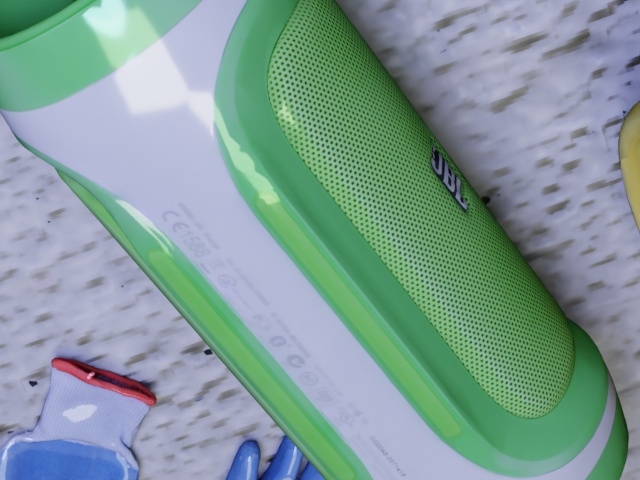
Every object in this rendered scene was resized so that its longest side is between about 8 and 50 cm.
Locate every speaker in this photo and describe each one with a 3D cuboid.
[{"bbox_3d":[0.000,0.000,0.710,0.131,0.131,0.296,-32,118,13],"label":"speaker"}]

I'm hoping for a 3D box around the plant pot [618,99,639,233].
[{"bbox_3d":[0.277,-0.003,0.680,0.239,0.254,0.254,-31,119,-5],"label":"plant pot"}]

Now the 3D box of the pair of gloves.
[{"bbox_3d":[-0.068,0.136,0.846,0.198,0.023,0.159,19,117,-14],"label":"pair of gloves"}]
